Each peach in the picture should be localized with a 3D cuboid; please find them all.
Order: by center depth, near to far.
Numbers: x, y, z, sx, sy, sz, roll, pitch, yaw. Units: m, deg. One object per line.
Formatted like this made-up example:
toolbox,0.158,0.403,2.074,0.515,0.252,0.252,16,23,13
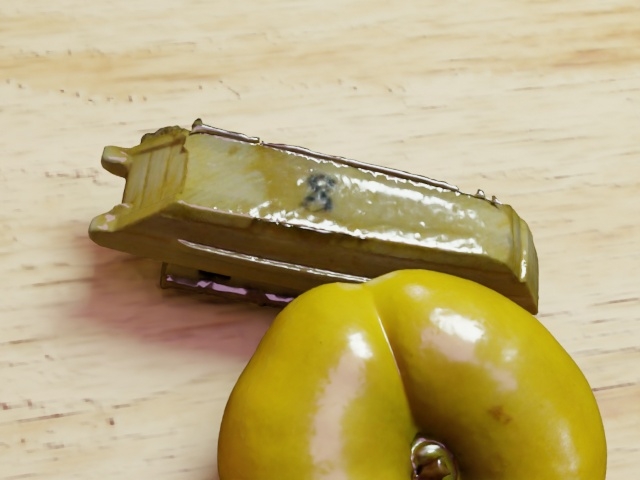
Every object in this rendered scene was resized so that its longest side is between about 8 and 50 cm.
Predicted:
peach,0.041,0.097,0.723,0.179,0.103,0.179,2,82,-15

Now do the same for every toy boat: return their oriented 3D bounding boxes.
toy boat,0.000,0.000,0.786,0.226,0.088,0.068,11,54,-8
